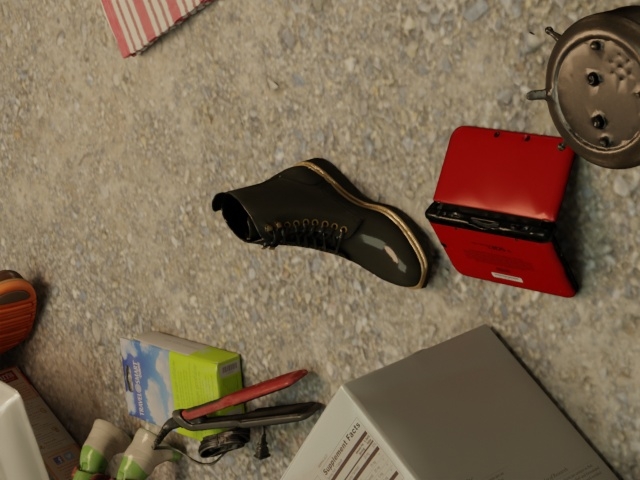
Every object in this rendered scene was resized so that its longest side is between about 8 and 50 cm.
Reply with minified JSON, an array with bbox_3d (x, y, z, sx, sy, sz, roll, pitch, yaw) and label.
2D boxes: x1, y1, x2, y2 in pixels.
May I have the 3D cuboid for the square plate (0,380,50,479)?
[{"bbox_3d":[-0.469,0.296,2.033,0.344,0.049,0.347,20,131,42],"label":"square plate"}]

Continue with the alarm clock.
[{"bbox_3d":[0.258,-0.123,1.232,0.192,0.064,0.129,2,105,44],"label":"alarm clock"}]

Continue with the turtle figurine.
[{"bbox_3d":[-0.265,0.374,1.872,0.274,0.266,0.198,32,157,-6],"label":"turtle figurine"}]

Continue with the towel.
[{"bbox_3d":[-0.185,-0.299,1.680,0.197,0.029,0.144,-25,85,46],"label":"towel"}]

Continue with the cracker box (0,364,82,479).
[{"bbox_3d":[-0.398,0.308,2.097,0.232,0.067,0.156,46,134,25],"label":"cracker box"}]

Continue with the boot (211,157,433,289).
[{"bbox_3d":[0.000,0.000,1.498,0.198,0.137,0.077,35,127,34],"label":"boot"}]

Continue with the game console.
[{"bbox_3d":[0.177,-0.026,1.390,0.144,0.085,0.124,12,144,45],"label":"game console"}]

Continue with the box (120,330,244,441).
[{"bbox_3d":[-0.164,0.174,1.810,0.178,0.042,0.109,11,112,44],"label":"box"}]

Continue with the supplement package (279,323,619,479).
[{"bbox_3d":[0.127,0.257,1.402,0.263,0.199,0.198,51,135,23],"label":"supplement package"}]

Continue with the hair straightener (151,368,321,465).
[{"bbox_3d":[-0.095,0.215,1.706,0.230,0.047,0.089,-21,95,29],"label":"hair straightener"}]

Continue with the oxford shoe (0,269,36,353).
[{"bbox_3d":[-0.501,0.114,2.101,0.363,0.130,0.133,-41,66,46],"label":"oxford shoe"}]
